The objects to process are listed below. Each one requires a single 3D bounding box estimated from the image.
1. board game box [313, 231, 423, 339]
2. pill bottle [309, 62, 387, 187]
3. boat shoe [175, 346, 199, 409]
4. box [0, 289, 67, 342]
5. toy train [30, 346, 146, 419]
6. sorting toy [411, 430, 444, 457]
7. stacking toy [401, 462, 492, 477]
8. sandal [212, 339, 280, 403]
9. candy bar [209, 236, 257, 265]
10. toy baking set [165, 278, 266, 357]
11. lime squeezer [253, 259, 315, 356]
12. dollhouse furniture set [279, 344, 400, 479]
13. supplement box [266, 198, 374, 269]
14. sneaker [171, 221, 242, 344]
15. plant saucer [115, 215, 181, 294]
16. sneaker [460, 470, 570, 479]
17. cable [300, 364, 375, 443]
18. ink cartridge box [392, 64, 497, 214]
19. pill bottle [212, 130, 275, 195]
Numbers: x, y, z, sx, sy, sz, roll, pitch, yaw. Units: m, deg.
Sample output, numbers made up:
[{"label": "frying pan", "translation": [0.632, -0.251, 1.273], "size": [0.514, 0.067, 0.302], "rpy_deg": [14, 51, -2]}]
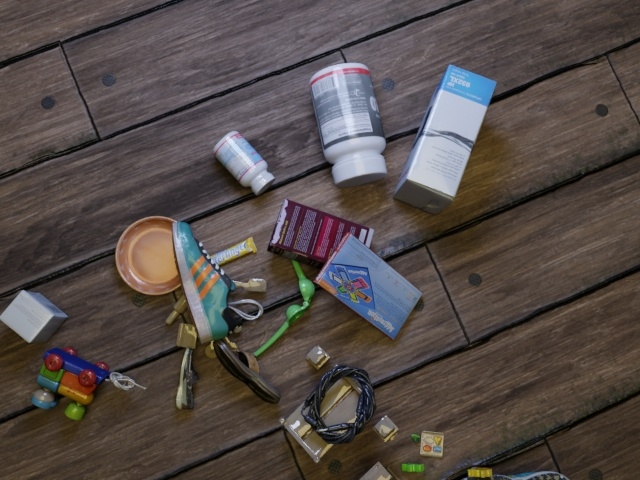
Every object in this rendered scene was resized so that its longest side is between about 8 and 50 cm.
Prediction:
[{"label": "board game box", "translation": [0.123, 0.115, 1.586], "size": [0.281, 0.027, 0.145], "rpy_deg": [39, 80, -29]}, {"label": "pill bottle", "translation": [0.075, -0.288, 1.640], "size": [0.161, 0.161, 0.283], "rpy_deg": [-11, 84, -5]}, {"label": "boat shoe", "translation": [-0.323, 0.340, 1.590], "size": [0.049, 0.056, 0.152], "rpy_deg": [8, 91, -7]}, {"label": "box", "translation": [-0.691, 0.185, 1.563], "size": [0.102, 0.101, 0.087], "rpy_deg": [37, 82, 4]}, {"label": "toy train", "translation": [-0.561, 0.368, 1.552], "size": [0.248, 0.105, 0.143], "rpy_deg": [25, 92, 0]}, {"label": "sorting toy", "translation": [0.266, 0.509, 1.617], "size": [0.083, 0.012, 0.062], "rpy_deg": [7, 82, -3]}, {"label": "stacking toy", "translation": [0.305, 0.628, 1.555], "size": [0.221, 0.052, 0.167], "rpy_deg": [-6, 79, 27]}, {"label": "sandal", "translation": [-0.175, 0.313, 1.586], "size": [0.219, 0.090, 0.060], "rpy_deg": [40, 60, -4]}, {"label": "candy bar", "translation": [-0.241, 0.040, 1.650], "size": [0.161, 0.018, 0.040], "rpy_deg": [-23, 84, -7]}, {"label": "toy baking set", "translation": [-0.258, 0.176, 1.627], "size": [0.197, 0.030, 0.256], "rpy_deg": [34, 86, -3]}, {"label": "lime squeezer", "translation": [-0.077, 0.152, 1.625], "size": [0.110, 0.059, 0.310], "rpy_deg": [15, 83, -1]}, {"label": "dollhouse furniture set", "translation": [0.014, 0.498, 1.585], "size": [0.303, 0.174, 0.355], "rpy_deg": [-42, 63, -8]}, {"label": "supplement box", "translation": [0.000, 0.000, 1.621], "size": [0.239, 0.073, 0.130], "rpy_deg": [20, 72, -7]}, {"label": "sneaker", "translation": [-0.277, 0.091, 1.568], "size": [0.121, 0.108, 0.302], "rpy_deg": [-16, 85, -17]}, {"label": "plant saucer", "translation": [-0.413, 0.039, 1.631], "size": [0.200, 0.037, 0.200], "rpy_deg": [0, 82, -2]}, {"label": "sneaker", "translation": [0.470, 0.613, 1.569], "size": [0.275, 0.110, 0.107], "rpy_deg": [-8, 77, 14]}, {"label": "cable", "translation": [0.053, 0.379, 1.508], "size": [0.150, 0.047, 0.184], "rpy_deg": [38, 78, 26]}, {"label": "ink cartridge box", "translation": [0.304, -0.242, 1.615], "size": [0.129, 0.223, 0.307], "rpy_deg": [22, 82, 1]}, {"label": "pill bottle", "translation": [-0.192, -0.195, 1.650], "size": [0.087, 0.087, 0.160], "rpy_deg": [-42, 87, -8]}]
